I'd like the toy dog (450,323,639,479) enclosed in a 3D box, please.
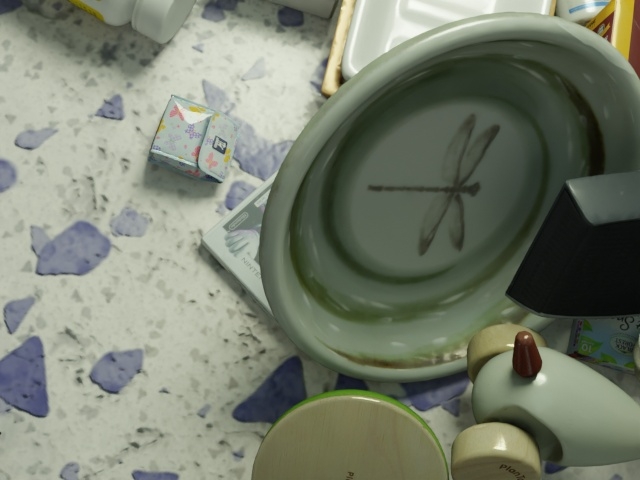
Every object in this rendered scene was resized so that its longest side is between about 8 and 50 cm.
[{"bbox_3d":[0.279,0.146,0.867,0.334,0.161,0.220,-8,50,-10],"label":"toy dog"}]

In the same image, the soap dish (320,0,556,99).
[{"bbox_3d":[0.137,-0.250,1.033,0.229,0.118,0.290,15,74,-6],"label":"soap dish"}]

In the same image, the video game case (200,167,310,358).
[{"bbox_3d":[0.000,0.000,0.999,0.190,0.022,0.173,-43,87,-16],"label":"video game case"}]

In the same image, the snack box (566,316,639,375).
[{"bbox_3d":[0.335,0.071,1.030,0.100,0.037,0.141,17,76,-4],"label":"snack box"}]

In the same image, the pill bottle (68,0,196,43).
[{"bbox_3d":[-0.233,-0.300,0.982,0.209,0.119,0.119,30,74,-2],"label":"pill bottle"}]

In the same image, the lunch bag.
[{"bbox_3d":[-0.131,-0.105,0.987,0.083,0.053,0.071,22,75,-13],"label":"lunch bag"}]

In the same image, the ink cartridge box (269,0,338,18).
[{"bbox_3d":[-0.029,-0.370,1.050,0.148,0.086,0.203,16,75,-5],"label":"ink cartridge box"}]

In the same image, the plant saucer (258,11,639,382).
[{"bbox_3d":[0.122,-0.041,0.904,0.401,0.400,0.100,-17,39,-13],"label":"plant saucer"}]

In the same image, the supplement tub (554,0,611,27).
[{"bbox_3d":[0.302,-0.295,1.096,0.071,0.071,0.107,-6,79,-11],"label":"supplement tub"}]

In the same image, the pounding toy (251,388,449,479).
[{"bbox_3d":[0.011,0.231,0.918,0.183,0.110,0.237,42,103,-9],"label":"pounding toy"}]

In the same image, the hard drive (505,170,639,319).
[{"bbox_3d":[0.323,0.007,0.919,0.255,0.172,0.054,-3,46,-22],"label":"hard drive"}]

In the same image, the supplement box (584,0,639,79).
[{"bbox_3d":[0.378,-0.139,1.041,0.194,0.129,0.191,13,75,-7],"label":"supplement box"}]
